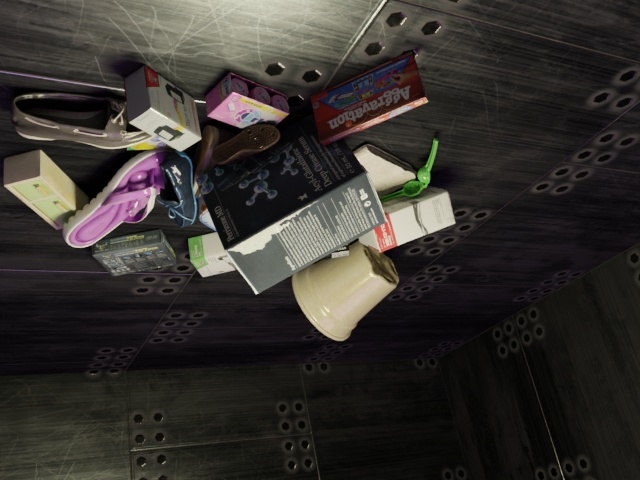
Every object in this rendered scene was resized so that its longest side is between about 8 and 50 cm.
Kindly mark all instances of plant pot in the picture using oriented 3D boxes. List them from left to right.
[{"bbox_3d":[0.115,0.159,2.609,0.305,0.334,0.334,-37,146,22],"label":"plant pot"}]

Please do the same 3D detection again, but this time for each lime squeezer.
[{"bbox_3d":[0.287,-0.194,2.121,0.110,0.059,0.310,29,128,-23],"label":"lime squeezer"}]

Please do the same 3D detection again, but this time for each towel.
[{"bbox_3d":[0.160,-0.202,2.136,0.187,0.049,0.282,-30,149,33],"label":"towel"}]

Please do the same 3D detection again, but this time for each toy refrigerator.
[{"bbox_3d":[-0.732,-0.128,1.858,0.102,0.094,0.269,-13,154,3],"label":"toy refrigerator"}]

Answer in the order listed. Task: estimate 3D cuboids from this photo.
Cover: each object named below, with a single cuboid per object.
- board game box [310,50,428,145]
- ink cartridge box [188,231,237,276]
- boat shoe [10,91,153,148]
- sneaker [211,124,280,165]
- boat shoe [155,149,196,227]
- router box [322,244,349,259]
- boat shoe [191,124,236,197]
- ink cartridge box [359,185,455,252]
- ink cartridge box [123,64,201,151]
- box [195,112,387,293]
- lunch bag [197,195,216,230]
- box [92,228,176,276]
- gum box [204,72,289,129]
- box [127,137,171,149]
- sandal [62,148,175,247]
[{"bbox_3d":[0.115,-0.348,1.698,0.281,0.145,0.027,-21,154,18],"label":"board game box"},{"bbox_3d":[-0.326,0.038,2.376,0.219,0.093,0.160,-12,155,3],"label":"ink cartridge box"},{"bbox_3d":[-0.540,-0.284,1.595,0.335,0.112,0.095,-1,158,-14],"label":"boat shoe"},{"bbox_3d":[-0.185,-0.244,1.757,0.188,0.066,0.071,-18,175,13],"label":"sneaker"},{"bbox_3d":[-0.400,-0.133,1.857,0.089,0.109,0.258,-36,143,-33],"label":"boat shoe"},{"bbox_3d":[0.000,0.000,2.388,0.178,0.133,0.046,-10,155,-4],"label":"router box"},{"bbox_3d":[-0.301,-0.203,1.880,0.092,0.103,0.285,5,144,-22],"label":"boat shoe"},{"bbox_3d":[0.263,-0.075,2.204,0.272,0.114,0.197,-21,-165,-12],"label":"ink cartridge box"},{"bbox_3d":[-0.366,-0.305,1.606,0.072,0.127,0.175,-26,152,23],"label":"ink cartridge box"},{"bbox_3d":[-0.079,-0.105,1.799,0.395,0.293,0.212,-30,139,0],"label":"box"},{"bbox_3d":[-0.207,-0.120,2.078,0.303,0.115,0.243,-23,147,21],"label":"lunch bag"},{"bbox_3d":[-0.617,0.043,2.302,0.232,0.059,0.183,-11,155,1],"label":"box"},{"bbox_3d":[-0.176,-0.332,1.704,0.188,0.062,0.107,13,146,-42],"label":"gum box"},{"bbox_3d":[-0.426,-0.275,1.742,0.179,0.043,0.105,-3,154,-13],"label":"box"},{"bbox_3d":[-0.530,-0.096,1.901,0.416,0.102,0.169,-39,156,16],"label":"sandal"}]
